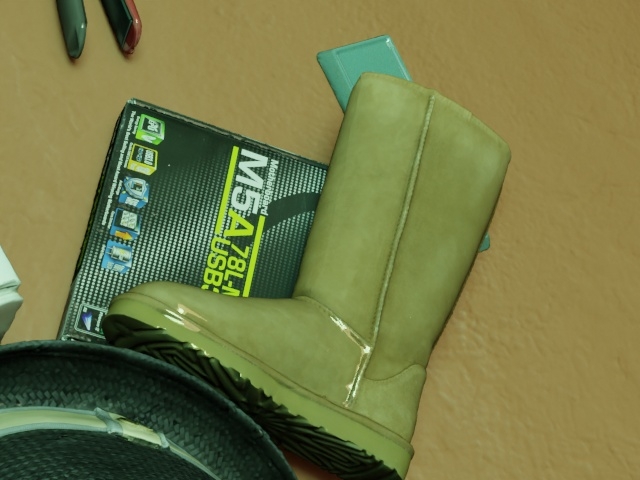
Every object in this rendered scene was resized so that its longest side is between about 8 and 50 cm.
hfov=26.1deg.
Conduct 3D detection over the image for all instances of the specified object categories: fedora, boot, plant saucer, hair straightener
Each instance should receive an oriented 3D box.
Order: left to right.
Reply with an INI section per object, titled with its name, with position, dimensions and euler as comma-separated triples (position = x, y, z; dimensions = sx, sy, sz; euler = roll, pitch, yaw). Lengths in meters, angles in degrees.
[hair straightener]
position = -0.204, -0.234, 1.001
dimensions = 0.089, 0.047, 0.230
euler = -12, 73, -26
[fedora]
position = -0.113, 0.214, 0.729
dimensions = 0.334, 0.152, 0.334
euler = -2, 95, -30
[boot]
position = 0.000, 0.000, 0.917
dimensions = 0.236, 0.089, 0.269
euler = 34, 59, -25
[plant saucer]
position = 0.066, -0.072, 1.058
dimensions = 0.067, 0.018, 0.192
euler = -19, 78, -27

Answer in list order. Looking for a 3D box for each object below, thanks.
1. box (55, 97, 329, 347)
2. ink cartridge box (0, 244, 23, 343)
[box]
position = -0.071, 0.016, 0.950
dimensions = 0.184, 0.045, 0.190
euler = 18, 63, -14
[ink cartridge box]
position = -0.308, -0.044, 0.778
dimensions = 0.131, 0.226, 0.306
euler = -24, 78, -28
